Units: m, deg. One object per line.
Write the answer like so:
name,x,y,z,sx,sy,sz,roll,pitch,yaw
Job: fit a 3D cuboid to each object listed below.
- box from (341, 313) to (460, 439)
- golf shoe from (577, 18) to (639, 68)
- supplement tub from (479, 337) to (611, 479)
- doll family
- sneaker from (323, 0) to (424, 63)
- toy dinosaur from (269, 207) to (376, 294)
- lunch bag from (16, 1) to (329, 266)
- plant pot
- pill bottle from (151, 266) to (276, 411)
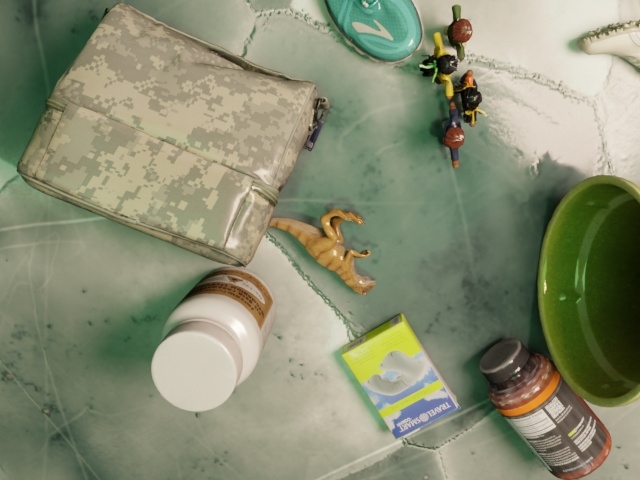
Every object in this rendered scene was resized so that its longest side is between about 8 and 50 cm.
box,0.122,0.211,0.908,0.109,0.042,0.178,-31,98,12
golf shoe,0.416,-0.237,0.765,0.176,0.069,0.086,-5,109,7
supplement tub,0.313,0.233,0.864,0.106,0.106,0.198,-38,97,12
doll family,0.170,-0.191,0.771,0.076,0.111,0.193,-18,102,9
sneaker,0.031,-0.340,0.748,0.107,0.110,0.275,-33,99,11
toy dinosaur,0.000,0.000,0.857,0.211,0.064,0.112,37,105,-4
lunch bag,-0.169,-0.129,0.766,0.305,0.212,0.256,23,88,-4
plant pot,0.451,0.060,0.750,0.253,0.276,0.276,0,104,-7
pill bottle,-0.139,0.126,0.812,0.131,0.229,0.131,1,103,4
